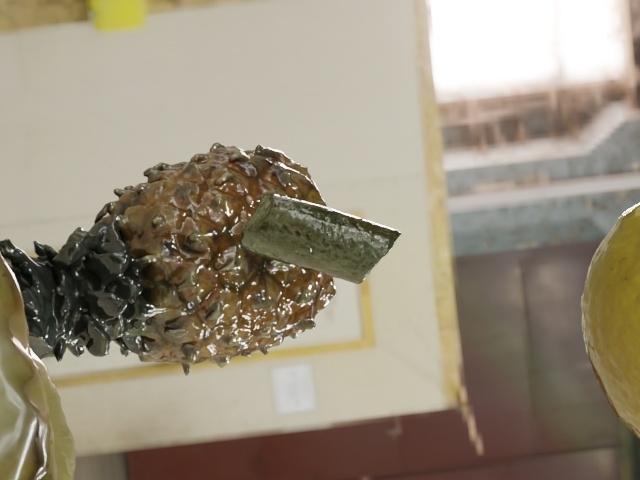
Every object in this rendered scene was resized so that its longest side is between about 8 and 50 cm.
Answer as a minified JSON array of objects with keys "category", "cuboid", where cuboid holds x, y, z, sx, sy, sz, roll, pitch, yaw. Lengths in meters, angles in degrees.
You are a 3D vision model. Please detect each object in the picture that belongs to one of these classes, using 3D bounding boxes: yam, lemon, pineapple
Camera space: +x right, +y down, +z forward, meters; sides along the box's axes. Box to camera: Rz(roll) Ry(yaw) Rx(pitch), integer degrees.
[{"category":"yam","cuboid":[0.000,0.000,0.982,0.043,0.094,0.043,18,90,-85]},{"category":"lemon","cuboid":[0.359,0.084,1.373,0.253,0.253,0.310,-99,162,-55]},{"category":"pineapple","cuboid":[-0.126,0.021,1.041,0.157,0.278,0.158,15,-70,46]}]

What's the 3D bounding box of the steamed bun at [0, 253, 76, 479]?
[{"category":"steamed bun","cuboid":[-0.260,0.003,0.542,0.428,0.247,0.189,57,-42,26]}]
